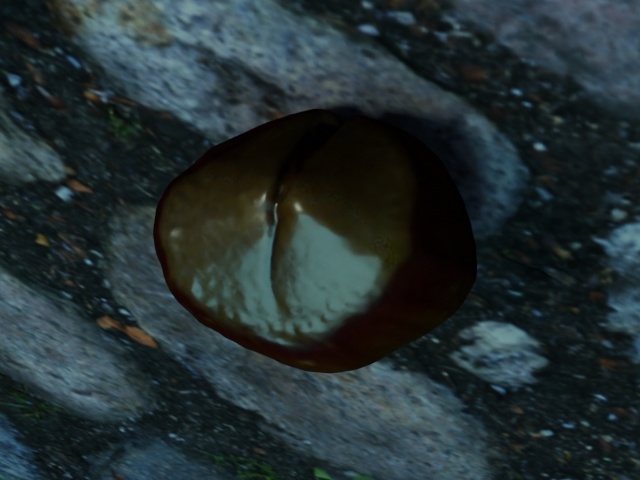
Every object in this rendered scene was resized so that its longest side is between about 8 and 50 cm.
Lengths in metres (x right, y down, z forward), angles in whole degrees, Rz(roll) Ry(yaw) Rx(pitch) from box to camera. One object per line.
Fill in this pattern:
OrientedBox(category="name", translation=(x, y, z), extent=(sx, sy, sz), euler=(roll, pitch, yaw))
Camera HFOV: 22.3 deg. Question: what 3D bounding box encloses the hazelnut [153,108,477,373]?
OrientedBox(category="hazelnut", translation=(0.001, -0.003, 1.085), extent=(0.212, 0.181, 0.181), euler=(10, 121, 18))
